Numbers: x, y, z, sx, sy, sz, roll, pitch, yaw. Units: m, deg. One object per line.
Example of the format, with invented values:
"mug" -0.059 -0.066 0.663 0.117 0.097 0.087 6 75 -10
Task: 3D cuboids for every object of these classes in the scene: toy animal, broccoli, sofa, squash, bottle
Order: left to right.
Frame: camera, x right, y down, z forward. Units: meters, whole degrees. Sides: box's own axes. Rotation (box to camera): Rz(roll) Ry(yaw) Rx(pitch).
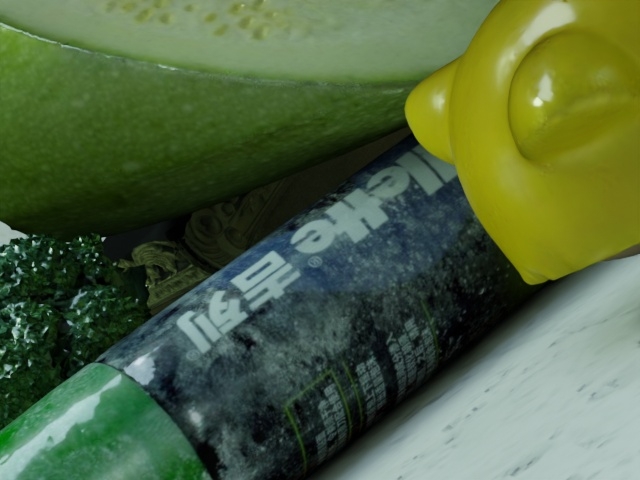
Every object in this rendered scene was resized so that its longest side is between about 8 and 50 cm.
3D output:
"broccoli" -0.139 0.081 0.811 0.195 0.156 0.195 -45 23 25
"squash" -0.051 -0.115 0.810 0.261 0.189 0.189 -23 10 32
"bottle" -0.017 0.051 0.737 0.330 0.093 0.093 -36 5 -26
"sofa" 0.000 0.000 1.016 0.200 0.182 0.258 -56 13 -24
"toy animal" 0.148 -0.077 0.620 0.230 0.156 0.156 -32 4 -9
